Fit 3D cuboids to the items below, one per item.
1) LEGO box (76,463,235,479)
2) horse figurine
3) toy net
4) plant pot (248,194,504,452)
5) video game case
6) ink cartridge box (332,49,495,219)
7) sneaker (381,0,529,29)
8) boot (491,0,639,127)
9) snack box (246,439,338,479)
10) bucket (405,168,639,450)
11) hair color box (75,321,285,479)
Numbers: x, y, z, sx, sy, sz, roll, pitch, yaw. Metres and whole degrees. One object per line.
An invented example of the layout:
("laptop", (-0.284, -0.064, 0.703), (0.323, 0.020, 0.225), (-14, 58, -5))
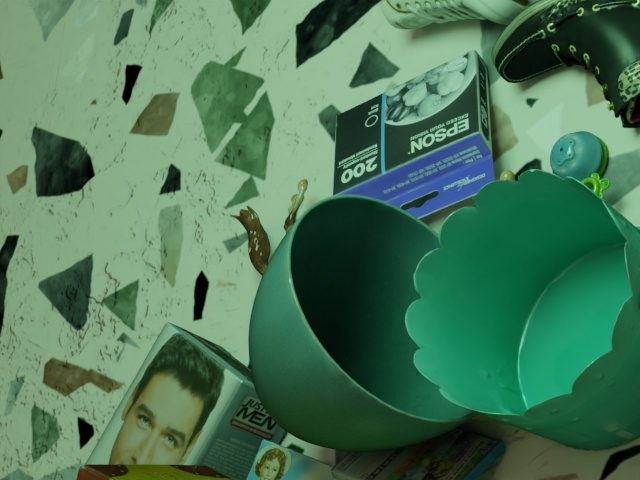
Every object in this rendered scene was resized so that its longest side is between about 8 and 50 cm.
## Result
("LEGO box", (-0.082, 0.488, 1.947), (0.500, 0.193, 0.372), (17, 97, 47))
("horse figurine", (0.000, 0.000, 2.271), (0.263, 0.066, 0.174), (-9, 58, 38))
("toy net", (0.234, -0.028, 2.078), (0.232, 0.045, 0.122), (-38, 50, 26))
("plant pot", (0.033, 0.123, 2.039), (0.195, 0.290, 0.290), (-45, 44, 38))
("video game case", (0.107, 0.245, 2.033), (0.166, 0.015, 0.119), (13, 44, 47))
("ink cartridge box", (0.109, -0.110, 2.187), (0.206, 0.045, 0.208), (-24, 42, 24))
("sneaker", (0.154, -0.298, 2.257), (0.123, 0.106, 0.290), (-61, 33, 10))
("boot", (0.306, -0.200, 2.064), (0.236, 0.085, 0.178), (-30, 54, 29))
("snack box", (0.020, 0.358, 2.072), (0.322, 0.060, 0.187), (14, 80, 47))
("bucket", (0.251, 0.079, 1.903), (0.281, 0.183, 0.281), (-20, 57, 35))
("hair color box", (-0.201, 0.312, 2.268), (0.185, 0.113, 0.374), (32, 92, 48))
